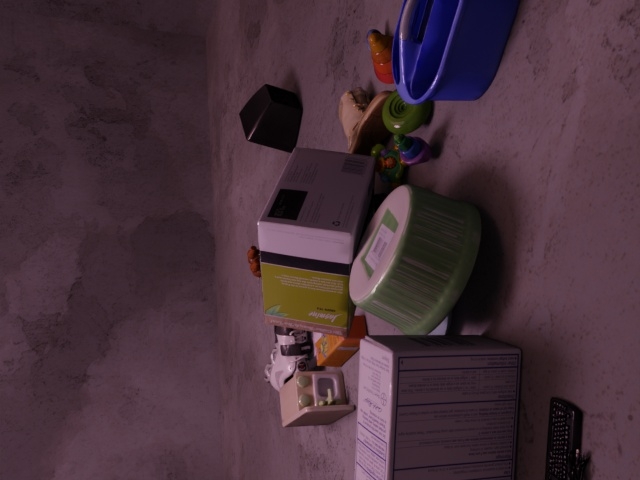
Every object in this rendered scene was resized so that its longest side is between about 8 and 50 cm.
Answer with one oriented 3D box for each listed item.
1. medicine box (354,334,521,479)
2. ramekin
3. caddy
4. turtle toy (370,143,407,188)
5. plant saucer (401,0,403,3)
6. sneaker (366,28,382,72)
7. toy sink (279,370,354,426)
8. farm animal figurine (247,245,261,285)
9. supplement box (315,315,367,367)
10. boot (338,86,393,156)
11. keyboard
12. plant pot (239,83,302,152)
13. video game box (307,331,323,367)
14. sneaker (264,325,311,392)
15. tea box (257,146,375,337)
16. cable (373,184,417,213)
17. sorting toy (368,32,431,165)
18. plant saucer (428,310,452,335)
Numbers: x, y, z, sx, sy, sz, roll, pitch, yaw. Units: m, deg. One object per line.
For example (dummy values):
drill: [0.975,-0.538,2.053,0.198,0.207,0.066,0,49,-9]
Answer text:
medicine box: [0.213,0.330,1.268,0.149,0.263,0.289,-171,84,-70]
ramekin: [0.181,0.032,1.399,0.303,0.148,0.303,-61,13,25]
caddy: [0.244,-0.438,1.372,0.241,0.179,0.341,-120,37,-53]
turtle toy: [0.168,-0.195,1.713,0.130,0.066,0.095,-111,31,-47]
plant saucer: [0.232,-0.664,1.623,0.241,0.037,0.241,-179,90,-69]
sneaker: [0.161,-0.495,1.782,0.059,0.053,0.144,130,129,-60]
toy sink: [-0.015,0.464,2.032,0.234,0.153,0.131,127,140,-59]
farm animal figurine: [-0.063,0.077,2.110,0.327,0.330,0.172,47,146,17]
supplement box: [0.056,0.291,1.962,0.233,0.080,0.078,120,148,-56]
boot: [0.123,-0.345,1.819,0.262,0.095,0.203,114,152,-51]
keyboard: [0.390,0.360,1.115,0.100,0.038,0.192,-173,84,-69]
plant pot: [-0.169,-0.457,2.501,0.167,0.187,0.188,-58,34,33]
video game box: [-0.020,0.289,2.208,0.205,0.048,0.187,124,139,-55]
sneaker: [-0.076,0.347,2.162,0.146,0.122,0.330,36,124,43]
tea box: [0.000,0.000,1.678,0.329,0.220,0.323,-70,-15,-49]
cable: [0.200,-0.062,1.677,0.287,0.072,0.139,-163,58,-81]
sorting toy: [0.169,-0.346,1.580,0.127,0.126,0.365,-23,60,28]
plant saucer: [0.247,0.147,1.515,0.195,0.037,0.195,-179,90,-70]
